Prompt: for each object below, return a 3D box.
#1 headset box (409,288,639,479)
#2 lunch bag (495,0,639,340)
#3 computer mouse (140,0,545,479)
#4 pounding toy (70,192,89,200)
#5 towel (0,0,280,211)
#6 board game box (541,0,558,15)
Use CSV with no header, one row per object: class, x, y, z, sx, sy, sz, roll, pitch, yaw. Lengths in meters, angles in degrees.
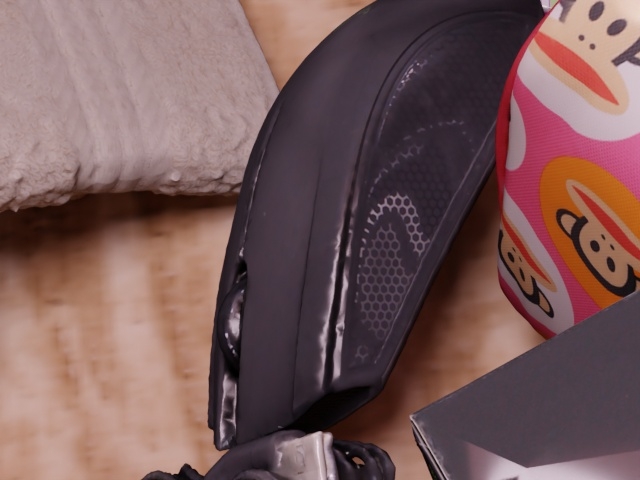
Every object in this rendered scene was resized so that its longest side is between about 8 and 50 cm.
headset box,0.173,0.078,0.488,0.246,0.283,0.131,-28,65,-3
lunch bag,0.193,-0.077,0.556,0.293,0.258,0.120,-35,66,-13
computer mouse,0.000,0.000,0.619,0.072,0.188,0.272,32,65,-13
pounding toy,-0.193,-0.023,0.707,0.206,0.094,0.181,2,63,-22
towel,-0.138,-0.131,0.709,0.187,0.049,0.282,-6,61,-34
board game box,0.139,-0.155,0.735,0.103,0.026,0.154,17,71,16
